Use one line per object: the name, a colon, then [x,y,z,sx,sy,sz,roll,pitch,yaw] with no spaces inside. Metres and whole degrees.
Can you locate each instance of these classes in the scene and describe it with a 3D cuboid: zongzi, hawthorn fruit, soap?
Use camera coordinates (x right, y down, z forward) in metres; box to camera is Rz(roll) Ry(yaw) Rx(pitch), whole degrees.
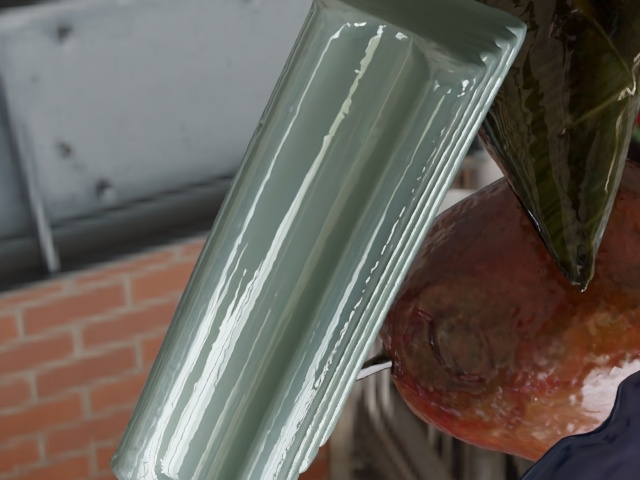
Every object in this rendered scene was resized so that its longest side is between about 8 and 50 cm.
zongzi: [0.205,-0.235,1.091,0.208,0.403,0.432,25,-147,-41]
hawthorn fruit: [0.145,0.053,1.267,0.261,0.224,0.224,-8,-150,12]
soap: [0.000,0.000,0.921,0.088,0.265,0.160,28,-159,8]

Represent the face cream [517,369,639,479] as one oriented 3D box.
face cream: [0.182,0.182,0.679,0.249,0.225,0.249,-8,-122,14]
